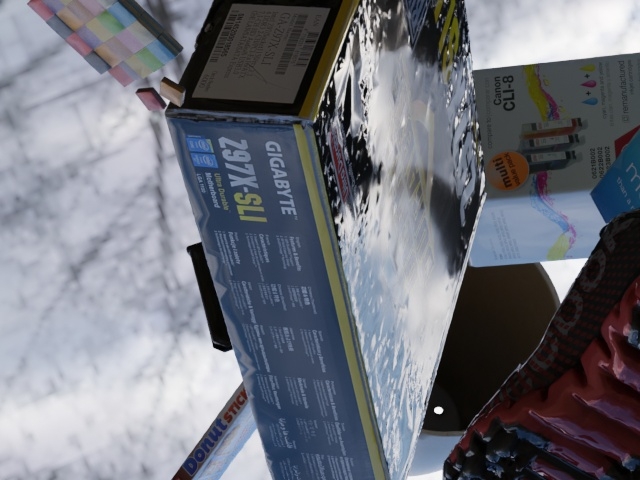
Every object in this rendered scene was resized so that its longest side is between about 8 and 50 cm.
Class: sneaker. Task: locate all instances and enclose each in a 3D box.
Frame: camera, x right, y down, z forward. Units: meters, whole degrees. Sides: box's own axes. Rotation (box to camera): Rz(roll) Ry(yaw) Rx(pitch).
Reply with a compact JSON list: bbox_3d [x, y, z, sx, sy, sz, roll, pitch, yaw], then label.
[{"bbox_3d":[0.161,0.061,1.008,0.276,0.097,0.135,-50,-167,43],"label":"sneaker"}]

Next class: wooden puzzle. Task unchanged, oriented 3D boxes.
[{"bbox_3d":[-0.080,-0.079,0.716,0.006,0.083,0.049,-55,-163,-28],"label":"wooden puzzle"}]

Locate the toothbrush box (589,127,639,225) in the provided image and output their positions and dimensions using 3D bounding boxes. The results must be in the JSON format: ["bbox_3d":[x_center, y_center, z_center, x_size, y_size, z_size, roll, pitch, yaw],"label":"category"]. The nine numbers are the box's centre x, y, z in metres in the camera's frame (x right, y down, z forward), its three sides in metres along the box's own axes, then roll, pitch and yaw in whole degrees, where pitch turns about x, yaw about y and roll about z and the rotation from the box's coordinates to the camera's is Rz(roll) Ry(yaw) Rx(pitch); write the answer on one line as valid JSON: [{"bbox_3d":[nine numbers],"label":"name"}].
[{"bbox_3d":[0.294,-0.021,1.044,0.126,0.216,0.295,-17,159,-24],"label":"toothbrush box"}]

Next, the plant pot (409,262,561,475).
[{"bbox_3d":[0.107,0.144,2.077,0.256,0.256,0.274,-27,158,-20],"label":"plant pot"}]

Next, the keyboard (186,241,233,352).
[{"bbox_3d":[0.000,0.000,1.297,0.180,0.108,0.023,-19,162,9],"label":"keyboard"}]

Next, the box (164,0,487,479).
[{"bbox_3d":[0.018,-0.045,1.048,0.079,0.322,0.257,5,-131,15],"label":"box"}]

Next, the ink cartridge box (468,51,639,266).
[{"bbox_3d":[0.197,-0.065,1.603,0.176,0.127,0.128,-6,-117,11],"label":"ink cartridge box"}]

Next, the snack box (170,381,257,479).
[{"bbox_3d":[-0.092,0.194,1.915,0.178,0.022,0.064,-54,159,22],"label":"snack box"}]
